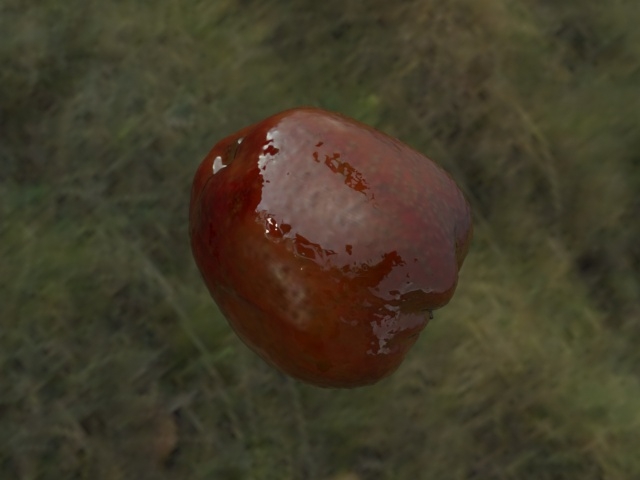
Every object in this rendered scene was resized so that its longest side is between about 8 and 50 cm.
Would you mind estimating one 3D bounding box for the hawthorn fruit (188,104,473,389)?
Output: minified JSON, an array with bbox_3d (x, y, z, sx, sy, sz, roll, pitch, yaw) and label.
[{"bbox_3d":[0.000,0.000,0.851,0.138,0.133,0.133,35,30,-7],"label":"hawthorn fruit"}]
